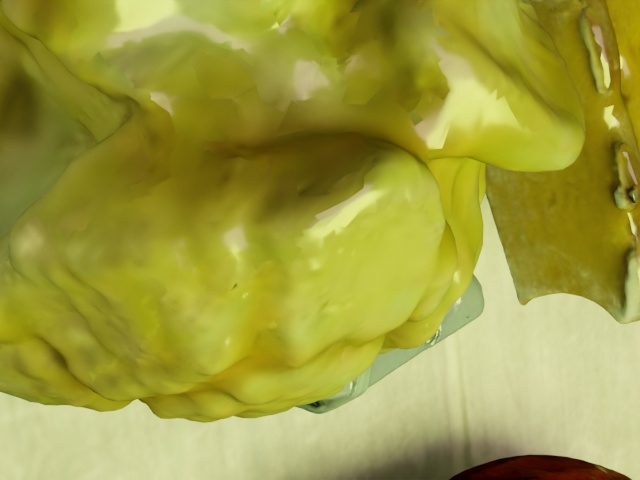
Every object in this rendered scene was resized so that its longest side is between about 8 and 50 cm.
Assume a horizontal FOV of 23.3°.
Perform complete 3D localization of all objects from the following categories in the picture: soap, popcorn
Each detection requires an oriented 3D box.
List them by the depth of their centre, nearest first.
[{"bbox_3d":[-0.069,-0.079,0.690,0.292,0.293,0.334,-4,66,-61],"label":"popcorn"},{"bbox_3d":[0.191,-0.121,0.919,0.281,0.143,0.259,-32,110,-47],"label":"soap"}]

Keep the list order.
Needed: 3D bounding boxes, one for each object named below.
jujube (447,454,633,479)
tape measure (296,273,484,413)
[{"bbox_3d":[0.104,0.245,0.959,0.318,0.223,0.223,4,98,-31],"label":"jujube"},{"bbox_3d":[-0.003,0.002,0.869,0.181,0.107,0.182,-38,123,-33],"label":"tape measure"}]
